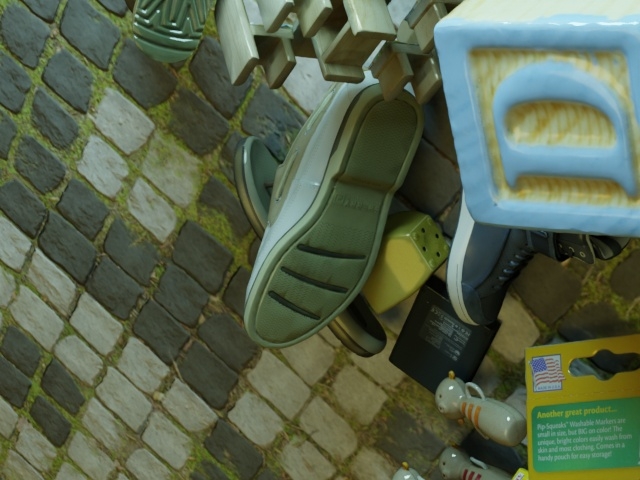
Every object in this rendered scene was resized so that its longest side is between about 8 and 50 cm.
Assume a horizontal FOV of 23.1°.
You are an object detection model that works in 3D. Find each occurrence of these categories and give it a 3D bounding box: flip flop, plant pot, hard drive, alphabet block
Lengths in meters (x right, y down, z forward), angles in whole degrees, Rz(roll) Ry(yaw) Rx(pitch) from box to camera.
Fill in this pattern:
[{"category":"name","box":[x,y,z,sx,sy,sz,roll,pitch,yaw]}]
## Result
[{"category":"flip flop","box":[0.000,0.000,1.692,0.080,0.112,0.277,-33,94,21]},{"category":"plant pot","box":[0.087,0.016,1.641,0.083,0.081,0.081,-24,102,41]},{"category":"hard drive","box":[0.133,0.112,1.708,0.094,0.022,0.135,35,135,15]},{"category":"alphabet block","box":[0.233,-0.133,1.321,0.192,0.197,0.193,6,123,31]}]

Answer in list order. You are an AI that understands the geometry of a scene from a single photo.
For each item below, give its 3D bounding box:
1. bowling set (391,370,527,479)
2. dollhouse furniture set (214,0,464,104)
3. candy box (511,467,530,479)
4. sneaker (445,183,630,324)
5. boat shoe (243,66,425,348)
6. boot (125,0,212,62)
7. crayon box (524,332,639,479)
[{"category":"bowling set","box":[0.132,0.300,1.691,0.154,0.199,0.287,25,136,52]},{"category":"dollhouse furniture set","box":[0.039,-0.260,1.410,0.242,0.212,0.161,-50,47,46]},{"category":"candy box","box":[0.246,0.336,1.657,0.206,0.105,0.027,43,167,-31]},{"category":"sneaker","box":[0.213,0.014,1.528,0.163,0.086,0.226,25,131,28]},{"category":"boat shoe","box":[0.005,-0.033,1.594,0.302,0.113,0.103,-60,31,14]},{"category":"boot","box":[-0.135,-0.301,1.501,0.089,0.269,0.236,22,105,-15]},{"category":"crayon box","box":[0.309,0.259,1.543,0.203,0.083,0.323,-12,74,44]}]
